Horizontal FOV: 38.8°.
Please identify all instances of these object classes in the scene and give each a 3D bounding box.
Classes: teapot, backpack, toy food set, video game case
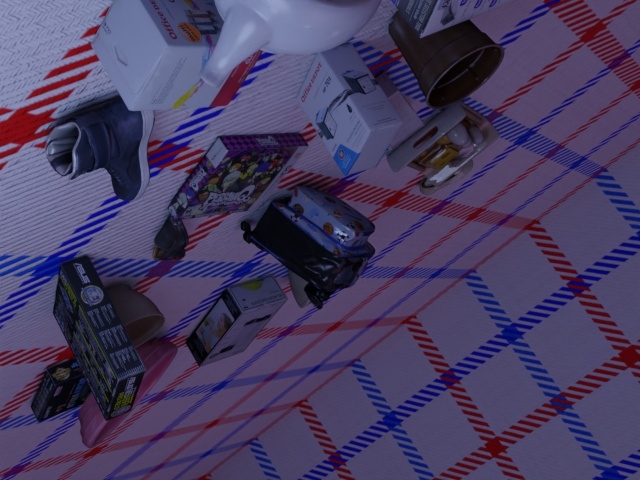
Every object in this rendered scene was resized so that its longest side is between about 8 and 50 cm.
[{"bbox_3d":[-0.048,-0.340,1.190,0.256,0.252,0.187,-6,160,-33],"label":"teapot"},{"bbox_3d":[0.000,0.000,2.097,0.213,0.276,0.263,-50,162,9],"label":"backpack"},{"bbox_3d":[0.314,-0.225,2.253,0.220,0.092,0.306,-40,160,18],"label":"toy food set"},{"bbox_3d":[-0.162,-0.128,1.804,0.232,0.042,0.210,-10,149,-49],"label":"video game case"}]

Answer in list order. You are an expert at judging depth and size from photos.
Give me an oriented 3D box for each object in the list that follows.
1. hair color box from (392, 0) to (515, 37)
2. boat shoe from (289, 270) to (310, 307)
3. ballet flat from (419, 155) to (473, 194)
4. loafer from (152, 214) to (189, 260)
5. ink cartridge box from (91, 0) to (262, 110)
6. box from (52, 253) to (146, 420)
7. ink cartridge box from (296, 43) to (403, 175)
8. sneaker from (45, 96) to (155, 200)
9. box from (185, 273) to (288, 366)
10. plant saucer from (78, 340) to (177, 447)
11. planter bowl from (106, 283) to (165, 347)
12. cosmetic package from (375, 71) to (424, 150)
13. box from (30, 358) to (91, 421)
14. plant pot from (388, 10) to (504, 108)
[{"bbox_3d":[0.301,-0.489,1.553,0.339,0.110,0.185,-27,162,-23],"label":"hair color box"},{"bbox_3d":[-0.015,0.076,2.445,0.097,0.116,0.324,-22,153,-22],"label":"boat shoe"},{"bbox_3d":[0.344,-0.179,2.479,0.168,0.057,0.052,-35,152,5],"label":"ballet flat"},{"bbox_3d":[-0.309,-0.001,1.858,0.061,0.062,0.170,-20,157,-21],"label":"loafer"},{"bbox_3d":[-0.197,-0.269,1.258,0.176,0.128,0.127,-13,153,-46],"label":"ink cartridge box"},{"bbox_3d":[-0.443,0.196,1.801,0.060,0.270,0.216,-20,157,-31],"label":"box"},{"bbox_3d":[0.050,-0.236,1.643,0.082,0.191,0.139,-20,157,-31],"label":"ink cartridge box"},{"bbox_3d":[-0.349,-0.122,1.423,0.163,0.086,0.226,-34,155,-34],"label":"sneaker"},{"bbox_3d":[-0.231,0.220,2.489,0.169,0.087,0.290,-15,155,-42],"label":"box"},{"bbox_3d":[-0.500,0.376,2.315,0.332,0.084,0.332,-49,177,-4],"label":"plant saucer"},{"bbox_3d":[-0.436,0.165,1.985,0.162,0.109,0.162,-29,161,-11],"label":"planter bowl"},{"bbox_3d":[0.140,-0.268,1.913,0.099,0.060,0.239,-38,161,9],"label":"cosmetic package"},{"bbox_3d":[-0.614,0.358,2.268,0.175,0.051,0.220,-19,157,-38],"label":"box"},{"bbox_3d":[0.220,-0.357,1.658,0.167,0.165,0.167,-29,162,-11],"label":"plant pot"}]
